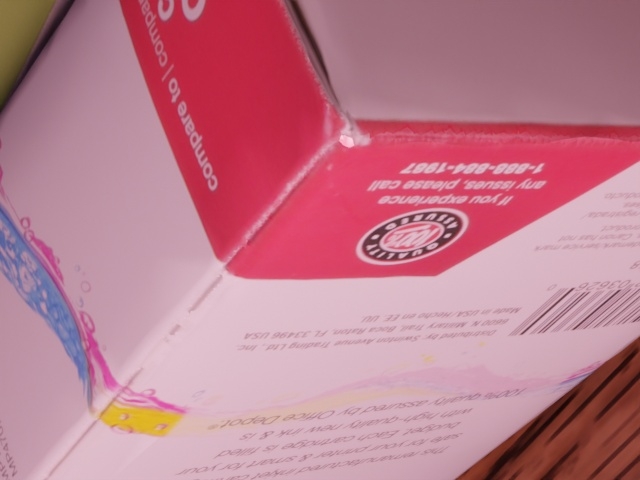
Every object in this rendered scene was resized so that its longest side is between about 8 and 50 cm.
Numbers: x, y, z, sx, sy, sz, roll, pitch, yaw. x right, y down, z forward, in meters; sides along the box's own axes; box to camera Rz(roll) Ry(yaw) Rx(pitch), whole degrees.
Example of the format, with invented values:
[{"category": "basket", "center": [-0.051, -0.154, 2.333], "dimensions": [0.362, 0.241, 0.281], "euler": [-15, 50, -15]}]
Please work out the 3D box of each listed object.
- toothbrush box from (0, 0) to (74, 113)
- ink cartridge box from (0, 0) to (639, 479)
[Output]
[{"category": "toothbrush box", "center": [-0.025, -0.137, 0.714], "dimensions": [0.283, 0.206, 0.122], "euler": [-53, 52, 39]}, {"category": "ink cartridge box", "center": [0.000, 0.000, 0.673], "dimensions": [0.306, 0.226, 0.131], "euler": [-44, 58, 44]}]
